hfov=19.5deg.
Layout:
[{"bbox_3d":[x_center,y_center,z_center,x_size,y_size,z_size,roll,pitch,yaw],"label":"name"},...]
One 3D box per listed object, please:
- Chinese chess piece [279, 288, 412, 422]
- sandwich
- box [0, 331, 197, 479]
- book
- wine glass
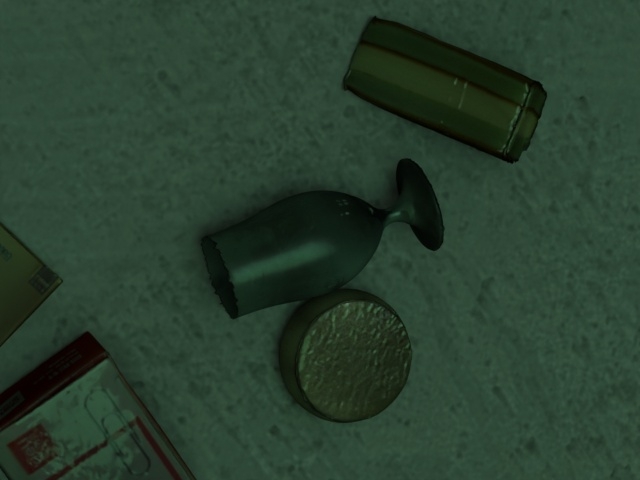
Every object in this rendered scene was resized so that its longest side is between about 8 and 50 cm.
[{"bbox_3d":[0.022,0.104,1.684,0.122,0.051,0.122,-3,99,-20],"label":"Chinese chess piece"},{"bbox_3d":[0.115,-0.134,1.690,0.163,0.113,0.079,23,93,13],"label":"sandwich"},{"bbox_3d":[-0.194,0.192,1.597,0.133,0.099,0.182,-34,109,-9],"label":"box"},{"bbox_3d":[-0.319,0.058,1.575,0.172,0.012,0.118,-47,112,-6],"label":"book"},{"bbox_3d":[0.000,0.000,1.634,0.202,0.093,0.093,-21,106,-17],"label":"wine glass"}]
